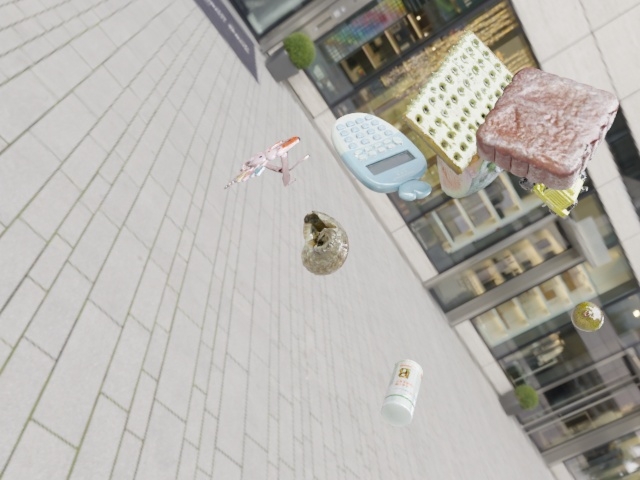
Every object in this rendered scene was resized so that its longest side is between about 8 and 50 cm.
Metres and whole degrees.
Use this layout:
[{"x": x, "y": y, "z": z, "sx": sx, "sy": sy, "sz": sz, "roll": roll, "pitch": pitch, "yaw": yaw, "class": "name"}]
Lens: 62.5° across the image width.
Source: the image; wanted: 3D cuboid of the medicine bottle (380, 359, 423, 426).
[{"x": 0.228, "y": 0.417, "z": 1.456, "sx": 0.086, "sy": 0.086, "sz": 0.183, "roll": 56, "pitch": 31, "yaw": -13, "class": "medicine bottle"}]

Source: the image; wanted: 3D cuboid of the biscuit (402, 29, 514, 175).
[{"x": 0.230, "y": -0.227, "z": 0.843, "sx": 0.139, "sy": 0.231, "sz": 0.016, "roll": 42, "pitch": -23, "yaw": -10, "class": "biscuit"}]

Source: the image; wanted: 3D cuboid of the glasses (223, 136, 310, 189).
[{"x": -0.117, "y": -0.138, "z": 1.104, "sx": 0.095, "sy": 0.162, "sz": 0.255, "roll": 62, "pitch": -16, "yaw": -10, "class": "glasses"}]

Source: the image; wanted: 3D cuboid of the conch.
[{"x": 0.000, "y": 0.000, "z": 1.285, "sx": 0.155, "sy": 0.130, "sz": 0.207, "roll": 44, "pitch": -17, "yaw": 15, "class": "conch"}]

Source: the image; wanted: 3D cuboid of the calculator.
[{"x": 0.146, "y": -0.202, "z": 1.267, "sx": 0.302, "sy": 0.189, "sz": 0.042, "roll": 54, "pitch": -29, "yaw": 24, "class": "calculator"}]

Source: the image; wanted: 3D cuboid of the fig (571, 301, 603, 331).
[{"x": 0.674, "y": 0.196, "z": 1.330, "sx": 0.088, "sy": 0.074, "sz": 0.073, "roll": 38, "pitch": 25, "yaw": -51, "class": "fig"}]

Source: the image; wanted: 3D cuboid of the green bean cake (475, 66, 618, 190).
[{"x": 0.283, "y": -0.141, "z": 0.667, "sx": 0.135, "sy": 0.135, "sz": 0.056, "roll": 30, "pitch": -11, "yaw": 28, "class": "green bean cake"}]

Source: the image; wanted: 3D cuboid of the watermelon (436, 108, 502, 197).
[{"x": 0.379, "y": -0.229, "z": 1.169, "sx": 0.321, "sy": 0.188, "sz": 0.175, "roll": 82, "pitch": -13, "yaw": -53, "class": "watermelon"}]

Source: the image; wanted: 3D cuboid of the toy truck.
[{"x": 0.578, "y": -0.168, "z": 1.259, "sx": 0.136, "sy": 0.111, "sz": 0.285, "roll": 41, "pitch": 50, "yaw": -6, "class": "toy truck"}]
